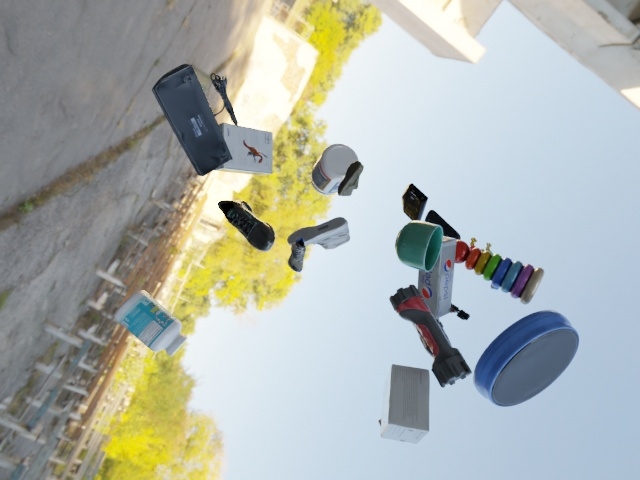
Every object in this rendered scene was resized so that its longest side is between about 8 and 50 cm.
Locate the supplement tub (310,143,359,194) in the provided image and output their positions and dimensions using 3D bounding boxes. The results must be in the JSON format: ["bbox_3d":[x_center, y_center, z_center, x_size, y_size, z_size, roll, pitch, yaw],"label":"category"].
[{"bbox_3d":[0.063,-0.344,1.989,0.191,0.191,0.272,-65,-171,-17],"label":"supplement tub"}]

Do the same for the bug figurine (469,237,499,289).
[{"bbox_3d":[0.780,0.116,1.848,0.072,0.216,0.279,-49,-122,38],"label":"bug figurine"}]

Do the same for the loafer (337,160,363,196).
[{"bbox_3d":[0.104,-0.198,1.300,0.148,0.050,0.056,128,-34,-47],"label":"loafer"}]

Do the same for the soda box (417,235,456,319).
[{"bbox_3d":[0.415,0.129,1.442,0.091,0.098,0.286,16,-68,49],"label":"soda box"}]

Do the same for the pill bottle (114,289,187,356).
[{"bbox_3d":[-0.642,0.325,1.542,0.146,0.264,0.146,-47,-176,4],"label":"pill bottle"}]

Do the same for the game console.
[{"bbox_3d":[0.524,-0.105,1.929,0.044,0.361,0.213,-34,156,-14],"label":"game console"}]

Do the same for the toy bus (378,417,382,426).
[{"bbox_3d":[0.390,0.889,1.968,0.191,0.104,0.202,-24,166,-6],"label":"toy bus"}]

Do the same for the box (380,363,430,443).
[{"bbox_3d":[0.259,0.504,1.233,0.181,0.119,0.182,90,9,-52],"label":"box"}]

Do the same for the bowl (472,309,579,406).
[{"bbox_3d":[0.704,0.411,1.358,0.391,0.391,0.077,-56,-144,15],"label":"bowl"}]

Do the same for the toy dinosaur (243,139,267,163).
[{"bbox_3d":[-0.226,-0.293,1.363,0.047,0.090,0.082,-54,-143,-2],"label":"toy dinosaur"}]

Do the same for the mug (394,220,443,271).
[{"bbox_3d":[0.267,0.016,1.096,0.097,0.158,0.129,17,-104,31],"label":"mug"}]

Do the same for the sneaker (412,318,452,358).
[{"bbox_3d":[0.544,0.450,1.960,0.126,0.321,0.127,-27,154,-15],"label":"sneaker"}]

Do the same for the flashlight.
[{"bbox_3d":[0.314,0.280,1.195,0.103,0.103,0.304,103,-30,-51],"label":"flashlight"}]

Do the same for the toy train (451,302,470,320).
[{"bbox_3d":[0.511,0.265,1.558,0.036,0.027,0.158,-58,-141,2],"label":"toy train"}]

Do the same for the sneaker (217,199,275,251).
[{"bbox_3d":[-0.252,-0.052,1.333,0.267,0.106,0.101,41,-77,36],"label":"sneaker"}]

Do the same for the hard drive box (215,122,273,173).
[{"bbox_3d":[-0.315,-0.370,1.649,0.089,0.232,0.181,1,-89,49],"label":"hard drive box"}]

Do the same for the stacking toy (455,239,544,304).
[{"bbox_3d":[0.608,0.097,1.441,0.141,0.330,0.141,-42,146,-37],"label":"stacking toy"}]

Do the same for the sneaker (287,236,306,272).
[{"bbox_3d":[-0.072,0.042,1.286,0.135,0.052,0.058,-94,-153,-45],"label":"sneaker"}]

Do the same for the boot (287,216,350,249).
[{"bbox_3d":[0.000,0.000,1.650,0.258,0.123,0.095,-17,-139,1],"label":"boot"}]

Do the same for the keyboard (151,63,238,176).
[{"bbox_3d":[-0.327,-0.349,1.145,0.201,0.317,0.033,-36,-127,-17],"label":"keyboard"}]
